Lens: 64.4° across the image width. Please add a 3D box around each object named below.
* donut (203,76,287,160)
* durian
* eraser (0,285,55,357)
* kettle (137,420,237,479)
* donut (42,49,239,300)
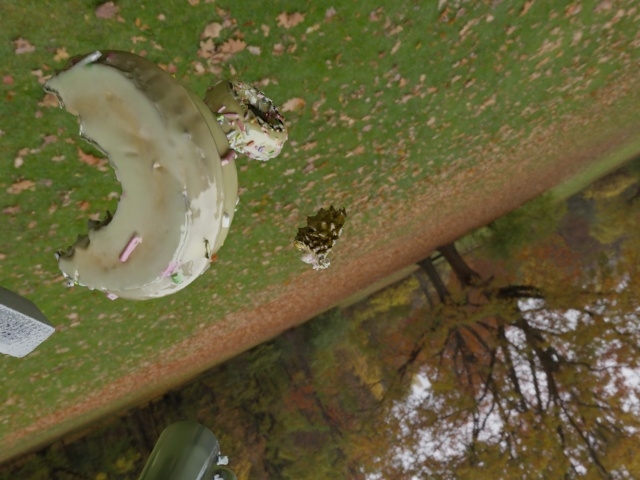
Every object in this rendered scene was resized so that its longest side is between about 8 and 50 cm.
[{"bbox_3d":[-0.128,-0.222,0.912,0.068,0.174,0.175,-42,165,27],"label":"donut"},{"bbox_3d":[-0.012,0.002,0.992,0.224,0.079,0.140,123,-14,-70],"label":"durian"},{"bbox_3d":[-0.734,0.141,1.066,0.111,0.077,0.352,-39,145,-4],"label":"eraser"},{"bbox_3d":[-0.197,0.347,0.717,0.098,0.127,0.148,-50,-173,12],"label":"kettle"},{"bbox_3d":[-0.264,-0.088,0.768,0.308,0.370,0.150,10,-164,21],"label":"donut"}]
